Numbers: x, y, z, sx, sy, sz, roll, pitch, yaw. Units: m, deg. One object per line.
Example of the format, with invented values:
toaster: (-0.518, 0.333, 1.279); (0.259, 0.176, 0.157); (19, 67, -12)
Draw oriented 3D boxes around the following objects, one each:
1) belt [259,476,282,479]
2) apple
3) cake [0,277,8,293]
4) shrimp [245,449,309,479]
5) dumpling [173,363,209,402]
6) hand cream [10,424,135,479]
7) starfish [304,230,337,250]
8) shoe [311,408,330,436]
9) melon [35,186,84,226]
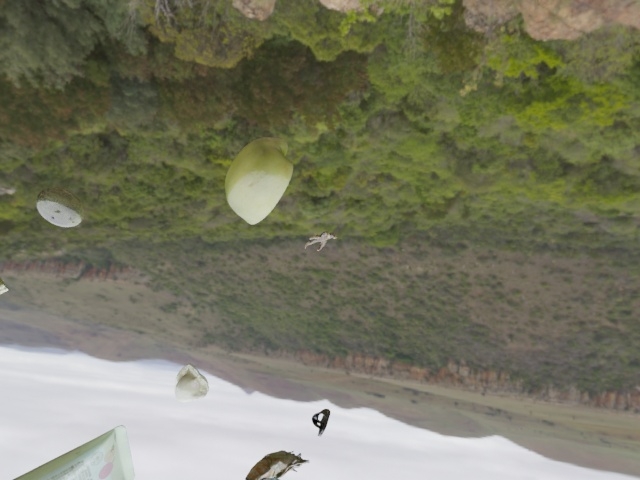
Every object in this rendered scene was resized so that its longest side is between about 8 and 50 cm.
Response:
belt: (-0.156, 0.851, 1.465); (0.207, 0.267, 0.116); (18, 144, 5)
apple: (-0.260, -0.253, 2.121); (0.360, 0.311, 0.320); (-48, 170, 24)
cake: (-1.159, 0.190, 1.722); (0.055, 0.140, 0.051); (34, 155, 12)
shrimp: (-0.157, 0.866, 1.747); (0.085, 0.246, 0.360); (0, -176, 35)
dumpling: (-0.481, 0.518, 1.802); (0.100, 0.134, 0.169); (-3, 164, -31)
hand cream: (-0.478, 0.441, 0.850); (0.306, 0.147, 0.093); (-17, -150, -35)
starfish: (0.000, 0.000, 1.296); (0.091, 0.028, 0.078); (-19, 155, 14)
shoe: (-0.003, 0.626, 1.727); (0.053, 0.062, 0.159); (27, -172, 1)
melon: (-0.699, -0.088, 1.332); (0.098, 0.098, 0.130); (0, 148, 23)
